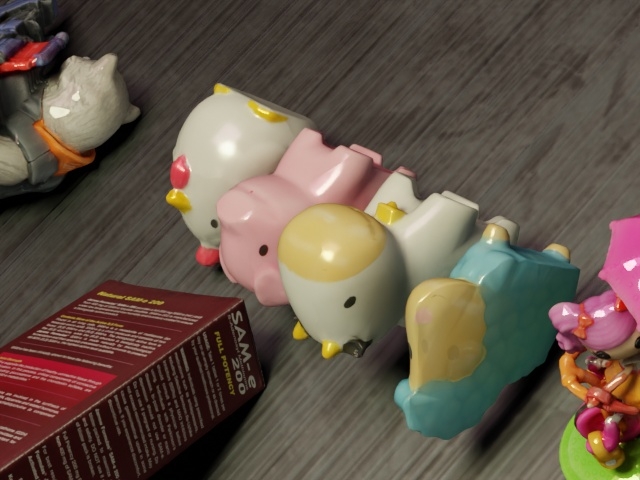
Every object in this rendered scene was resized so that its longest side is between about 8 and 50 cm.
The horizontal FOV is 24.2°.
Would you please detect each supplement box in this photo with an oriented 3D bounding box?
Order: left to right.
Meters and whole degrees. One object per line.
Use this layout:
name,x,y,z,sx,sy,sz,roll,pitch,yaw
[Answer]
supplement box,-0.162,0.111,0.933,0.130,0.073,0.239,7,30,40

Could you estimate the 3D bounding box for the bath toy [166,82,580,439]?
bath toy,0.000,0.000,0.958,0.348,0.151,0.129,33,103,51

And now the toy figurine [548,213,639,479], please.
toy figurine,0.173,0.051,0.755,0.173,0.159,0.130,-19,44,22

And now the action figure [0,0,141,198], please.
action figure,-0.305,-0.097,1.285,0.330,0.178,0.341,-13,19,18
